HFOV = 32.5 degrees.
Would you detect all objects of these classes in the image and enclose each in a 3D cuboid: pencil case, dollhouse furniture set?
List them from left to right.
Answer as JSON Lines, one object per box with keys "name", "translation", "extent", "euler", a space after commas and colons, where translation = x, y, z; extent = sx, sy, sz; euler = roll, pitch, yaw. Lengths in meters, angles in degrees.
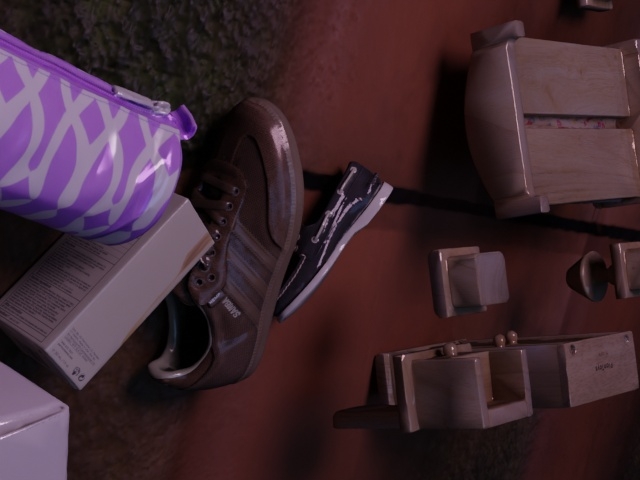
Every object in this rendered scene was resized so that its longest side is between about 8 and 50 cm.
{"name": "pencil case", "translation": [-0.150, -0.062, 0.516], "extent": [0.088, 0.086, 0.206], "euler": [-39, 147, 20]}
{"name": "dollhouse furniture set", "translation": [0.117, -0.050, 0.856], "extent": [0.303, 0.173, 0.356], "euler": [-4, 86, -48]}

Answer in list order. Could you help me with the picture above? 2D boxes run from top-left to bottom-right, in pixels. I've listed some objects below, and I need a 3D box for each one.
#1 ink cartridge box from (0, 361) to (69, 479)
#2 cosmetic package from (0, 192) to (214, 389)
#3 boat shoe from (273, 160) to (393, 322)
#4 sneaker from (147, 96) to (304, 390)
{"name": "ink cartridge box", "translation": [-0.211, 0.168, 0.466], "extent": [0.117, 0.201, 0.278], "euler": [-14, 117, -46]}
{"name": "cosmetic package", "translation": [-0.121, 0.020, 0.612], "extent": [0.115, 0.060, 0.041], "euler": [-48, 138, -20]}
{"name": "boat shoe", "translation": [0.000, 0.000, 0.756], "extent": [0.125, 0.038, 0.046], "euler": [-52, 180, -10]}
{"name": "sneaker", "translation": [-0.061, 0.007, 0.668], "extent": [0.071, 0.066, 0.188], "euler": [-9, 113, -45]}
